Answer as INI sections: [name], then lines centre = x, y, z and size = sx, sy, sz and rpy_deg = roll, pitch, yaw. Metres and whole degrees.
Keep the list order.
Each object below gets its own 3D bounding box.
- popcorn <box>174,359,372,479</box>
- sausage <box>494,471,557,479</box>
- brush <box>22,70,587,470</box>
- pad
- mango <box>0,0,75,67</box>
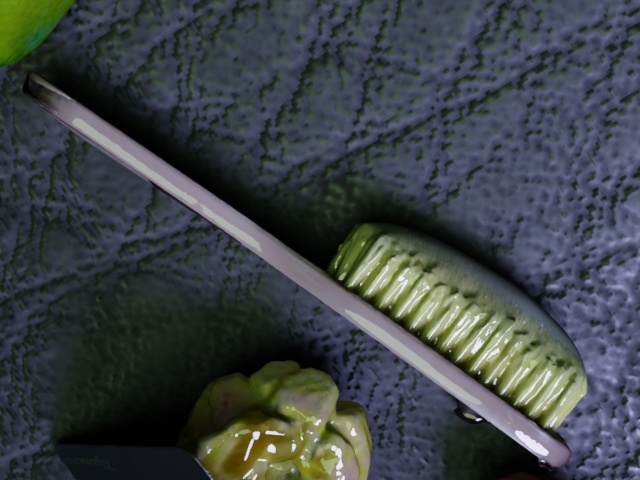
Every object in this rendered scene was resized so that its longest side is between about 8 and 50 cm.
[popcorn]
centre = -0.027, 0.115, 0.621
size = 0.096, 0.089, 0.109
rpy_deg = 21, 136, 16
[sausage]
centre = 0.184, 0.247, 0.653
size = 0.326, 0.079, 0.087
rpy_deg = 45, 117, -9
[brush]
centre = 0.001, -0.001, 0.601
size = 0.312, 0.072, 0.067
rpy_deg = 34, 85, -3
[pad]
centre = -0.072, 0.144, 0.621
size = 0.157, 0.003, 0.112
rpy_deg = -13, 113, 55
[mango]
centre = -0.138, -0.154, 0.537
size = 0.119, 0.100, 0.178
rpy_deg = 19, 116, -4
